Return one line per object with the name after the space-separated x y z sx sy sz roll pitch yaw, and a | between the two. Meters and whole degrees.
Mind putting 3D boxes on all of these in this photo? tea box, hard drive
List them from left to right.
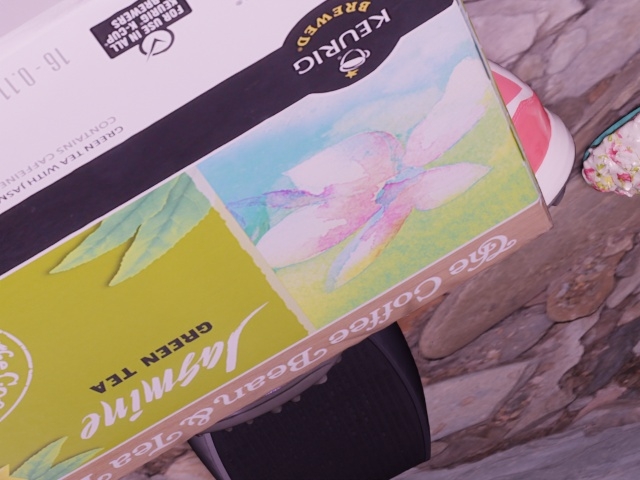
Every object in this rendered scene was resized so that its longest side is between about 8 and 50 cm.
-0.113 -0.072 0.842 0.329 0.220 0.323 -30 149 3 | tea box
-0.008 0.124 1.359 0.172 0.054 0.254 -27 148 -1 | hard drive

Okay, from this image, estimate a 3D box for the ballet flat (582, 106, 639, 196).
0.289 -0.086 1.266 0.241 0.077 0.091 -32 149 7 | ballet flat

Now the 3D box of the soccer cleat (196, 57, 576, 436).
0.000 0.000 1.165 0.318 0.108 0.116 -36 125 18 | soccer cleat
